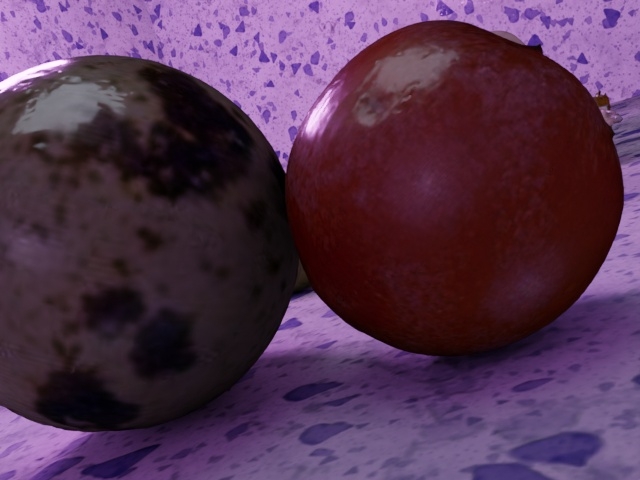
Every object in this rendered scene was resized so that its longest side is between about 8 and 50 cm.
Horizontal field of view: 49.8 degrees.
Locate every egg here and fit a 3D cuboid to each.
[{"bbox_3d":[-0.198,0.006,0.676,0.345,0.344,0.428,-21,3,-16],"label":"egg"}]

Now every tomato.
[{"bbox_3d":[0.092,-0.033,0.558,0.265,0.264,0.265,-18,7,2],"label":"tomato"}]

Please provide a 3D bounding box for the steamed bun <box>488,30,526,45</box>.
[{"bbox_3d":[0.395,-0.332,1.870,0.456,0.290,0.371,-48,-1,14],"label":"steamed bun"}]

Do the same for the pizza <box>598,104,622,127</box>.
[{"bbox_3d":[0.354,-0.225,1.464,0.435,0.080,0.392,-21,33,7],"label":"pizza"}]

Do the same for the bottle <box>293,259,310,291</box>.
[{"bbox_3d":[0.000,0.000,1.167,0.112,0.112,0.260,-14,8,34],"label":"bottle"}]

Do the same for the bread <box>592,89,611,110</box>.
[{"bbox_3d":[0.532,-0.244,1.581,0.160,0.147,0.261,-13,3,-32],"label":"bread"}]
